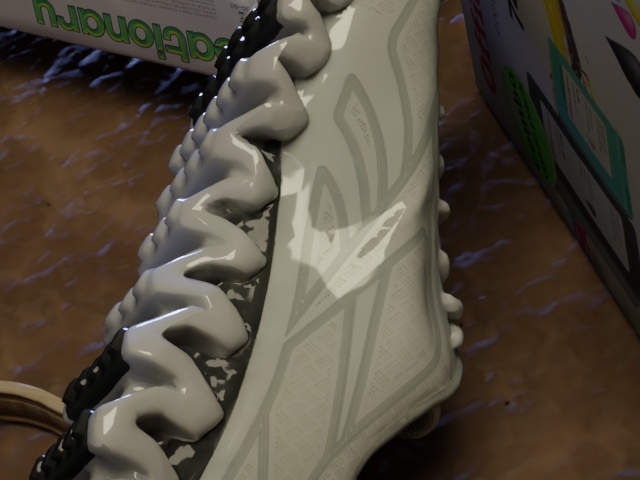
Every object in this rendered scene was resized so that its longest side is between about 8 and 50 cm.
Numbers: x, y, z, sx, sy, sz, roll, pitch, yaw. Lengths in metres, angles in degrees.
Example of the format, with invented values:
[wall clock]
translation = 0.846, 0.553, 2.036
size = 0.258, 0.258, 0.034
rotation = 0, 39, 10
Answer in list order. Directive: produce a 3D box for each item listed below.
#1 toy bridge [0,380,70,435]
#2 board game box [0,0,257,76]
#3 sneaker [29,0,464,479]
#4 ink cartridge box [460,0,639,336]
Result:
[toy bridge]
translation = -0.138, 0.082, 0.606
size = 0.188, 0.026, 0.063
rotation = -2, 45, 13
[board game box]
translation = -0.087, -0.168, 0.787
size = 0.305, 0.053, 0.193
rotation = 16, 44, 27
[sneaker]
translation = 0.000, 0.000, 0.567
size = 0.118, 0.110, 0.292
rotation = 25, 68, -11
[ink cartridge box]
translation = 0.178, -0.080, 0.556
size = 0.197, 0.198, 0.270
rotation = -22, 45, -4
